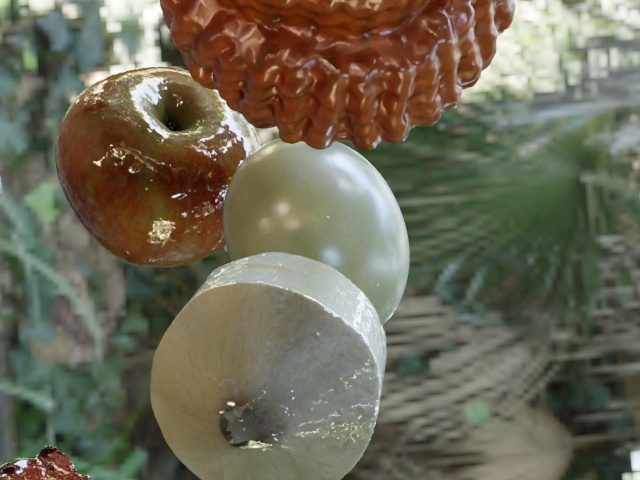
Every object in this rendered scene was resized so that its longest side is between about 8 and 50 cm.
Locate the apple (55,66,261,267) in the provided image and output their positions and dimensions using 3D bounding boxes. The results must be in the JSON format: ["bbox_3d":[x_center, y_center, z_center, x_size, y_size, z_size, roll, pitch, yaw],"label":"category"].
[{"bbox_3d":[-0.230,-0.093,2.414,0.301,0.302,0.301,176,-90,-86],"label":"apple"}]

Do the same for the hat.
[{"bbox_3d":[-0.005,-0.216,1.249,0.400,0.285,0.285,37,48,-80],"label":"hat"}]

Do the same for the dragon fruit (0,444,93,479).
[{"bbox_3d":[-0.229,0.251,1.513,0.192,0.092,0.122,33,-14,50],"label":"dragon fruit"}]

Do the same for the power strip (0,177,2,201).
[{"bbox_3d":[-0.284,0.016,0.859,0.048,0.286,0.080,36,-31,47],"label":"power strip"}]

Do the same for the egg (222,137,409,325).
[{"bbox_3d":[0.000,0.000,1.856,0.253,0.189,0.188,55,15,-35],"label":"egg"}]

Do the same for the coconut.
[{"bbox_3d":[-0.044,0.120,1.494,0.222,0.202,0.202,-68,157,-71],"label":"coconut"}]
